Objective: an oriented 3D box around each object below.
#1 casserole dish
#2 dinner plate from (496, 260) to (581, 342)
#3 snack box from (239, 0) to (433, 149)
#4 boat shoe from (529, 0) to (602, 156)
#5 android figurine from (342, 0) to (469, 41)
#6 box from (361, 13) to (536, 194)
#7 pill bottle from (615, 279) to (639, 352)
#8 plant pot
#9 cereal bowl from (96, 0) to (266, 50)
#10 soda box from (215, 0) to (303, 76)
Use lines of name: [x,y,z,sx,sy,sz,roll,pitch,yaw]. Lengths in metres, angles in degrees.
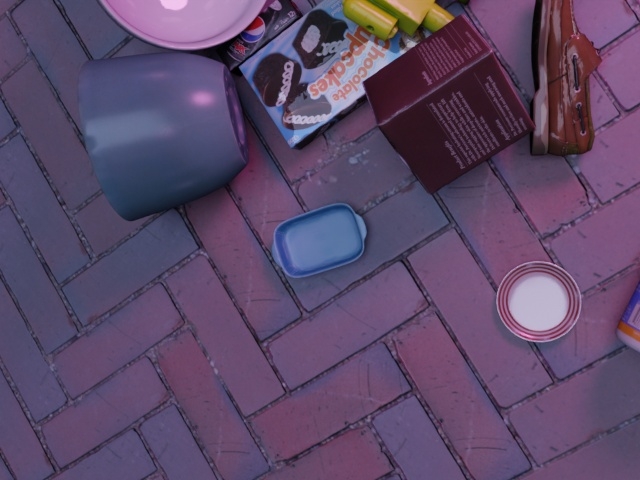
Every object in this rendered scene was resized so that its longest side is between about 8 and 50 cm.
casserole dish: [0.000,0.000,1.311,0.188,0.037,0.114,-18,88,17]
dinner plate: [0.378,0.106,1.216,0.141,0.017,0.141,1,92,16]
snack box: [0.031,-0.332,1.273,0.321,0.060,0.187,-34,83,15]
boat shoe: [0.403,-0.293,1.152,0.104,0.111,0.308,1,103,12]
android figurine: [0.127,-0.458,1.182,0.272,0.056,0.248,31,73,-2]
box: [0.204,-0.222,1.141,0.203,0.167,0.168,-31,125,15]
pill bottle: [0.586,0.061,1.085,0.152,0.152,0.272,25,99,14]
plant pot: [-0.261,-0.202,1.257,0.234,0.293,0.293,-12,89,4]
cereal bowl: [-0.258,-0.506,1.238,0.338,0.141,0.339,-7,105,-25]
soda box: [-0.110,-0.381,1.311,0.168,0.060,0.053,-35,83,15]
